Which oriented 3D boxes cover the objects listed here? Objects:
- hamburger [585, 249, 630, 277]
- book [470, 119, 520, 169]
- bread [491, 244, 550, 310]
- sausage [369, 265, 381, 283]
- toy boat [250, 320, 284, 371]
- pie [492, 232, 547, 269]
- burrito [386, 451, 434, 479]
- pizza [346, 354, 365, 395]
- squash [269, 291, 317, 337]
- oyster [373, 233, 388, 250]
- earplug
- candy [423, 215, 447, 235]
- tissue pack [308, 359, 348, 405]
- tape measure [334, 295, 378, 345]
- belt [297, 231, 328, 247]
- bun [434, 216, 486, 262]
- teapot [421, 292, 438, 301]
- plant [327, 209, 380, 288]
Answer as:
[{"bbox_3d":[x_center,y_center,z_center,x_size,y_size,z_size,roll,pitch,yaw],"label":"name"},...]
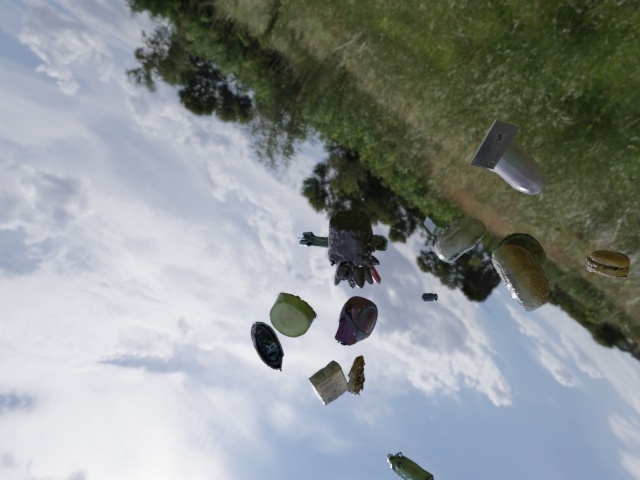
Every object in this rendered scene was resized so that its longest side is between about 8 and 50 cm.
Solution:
[{"bbox_3d":[1.448,0.113,2.114,0.191,0.118,0.182,10,-169,35],"label":"hamburger"},{"bbox_3d":[0.642,-0.351,1.544,0.127,0.181,0.014,4,-144,-27],"label":"book"},{"bbox_3d":[0.821,0.144,1.703,0.305,0.159,0.305,52,-159,-30],"label":"bread"},{"bbox_3d":[0.314,0.197,2.394,0.048,0.050,0.145,2,134,46],"label":"sausage"},{"bbox_3d":[-0.255,0.518,2.047,0.142,0.129,0.309,14,130,57],"label":"toy boat"},{"bbox_3d":[0.904,0.081,1.903,0.240,0.240,0.054,42,179,11],"label":"pie"},{"bbox_3d":[0.441,1.148,2.086,0.229,0.089,0.144,19,177,41],"label":"burrito"},{"bbox_3d":[0.180,0.676,2.032,0.069,0.226,0.147,9,-167,22],"label":"pizza"},{"bbox_3d":[-0.130,0.340,1.939,0.220,0.220,0.133,37,-126,-2],"label":"squash"},{"bbox_3d":[0.260,0.016,1.886,0.098,0.037,0.100,9,-135,23],"label":"oyster"},{"bbox_3d":[0.846,-0.296,1.776,0.172,0.172,0.301,27,-151,-31],"label":"earplug"},{"bbox_3d":[0.700,-0.080,2.519,0.097,0.062,0.194,18,-161,-11],"label":"candy"},{"bbox_3d":[0.050,0.771,2.267,0.090,0.186,0.222,39,158,49],"label":"tissue pack"},{"bbox_3d":[0.182,0.406,2.160,0.149,0.231,0.245,16,-172,39],"label":"tape measure"},{"bbox_3d":[0.000,0.000,2.354,0.072,0.087,0.302,11,-177,44],"label":"belt"},{"bbox_3d":[0.608,-0.017,1.837,0.141,0.239,0.239,50,-161,6],"label":"bun"},{"bbox_3d":[0.595,0.304,2.289,0.049,0.083,0.063,-43,-67,-44],"label":"teapot"},{"bbox_3d":[0.113,0.045,1.614,0.194,0.320,0.181,11,-142,25],"label":"plant"}]
